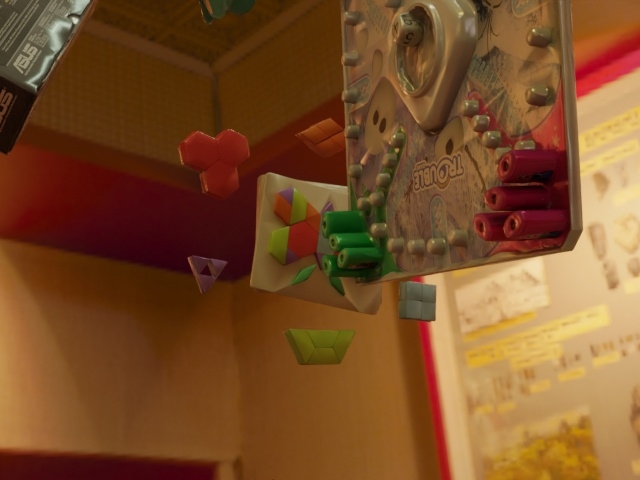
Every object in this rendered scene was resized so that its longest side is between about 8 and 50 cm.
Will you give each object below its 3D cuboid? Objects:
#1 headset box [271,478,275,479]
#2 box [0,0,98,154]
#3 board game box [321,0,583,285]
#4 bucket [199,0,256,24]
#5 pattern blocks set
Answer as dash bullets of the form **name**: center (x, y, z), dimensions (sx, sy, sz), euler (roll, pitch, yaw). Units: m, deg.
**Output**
- **headset box**: center (-0.034, 0.146, 0.417), dimensions (0.083, 0.062, 0.032), euler (-36, -55, -5)
- **box**: center (-0.260, -0.175, 0.737), dimensions (0.183, 0.231, 0.056), euler (26, -58, -14)
- **board game box**: center (0.084, -0.167, 0.919), dimensions (0.050, 0.390, 0.390), euler (1, -6, -22)
- **bucket**: center (0.032, -0.248, 0.567), dimensions (0.281, 0.183, 0.281), euler (-19, 12, 4)
- **pattern blocks set**: center (0.000, 0.000, 1.207), dimensions (0.325, 0.285, 0.026), euler (-3, -5, -31)
